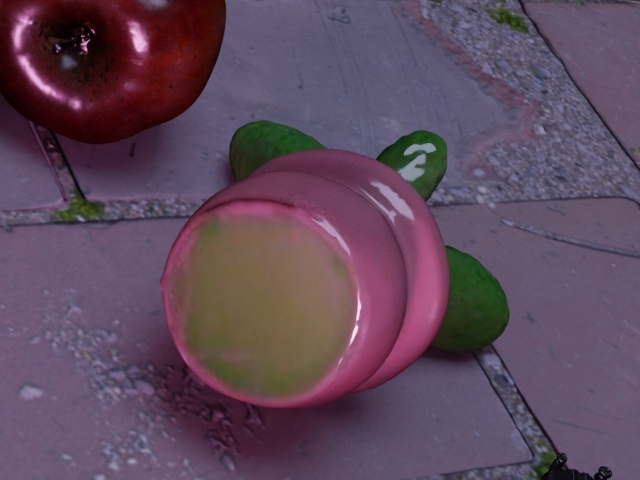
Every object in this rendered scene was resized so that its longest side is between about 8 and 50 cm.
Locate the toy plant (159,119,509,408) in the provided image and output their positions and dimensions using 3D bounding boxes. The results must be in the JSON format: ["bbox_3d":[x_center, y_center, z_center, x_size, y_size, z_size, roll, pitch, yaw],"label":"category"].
[{"bbox_3d":[-0.004,0.004,1.574,0.317,0.210,0.356,35,27,12],"label":"toy plant"}]

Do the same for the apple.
[{"bbox_3d":[-0.202,-0.200,1.678,0.234,0.234,0.234,16,40,-14],"label":"apple"}]

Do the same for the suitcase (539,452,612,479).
[{"bbox_3d":[0.201,0.246,1.510,0.059,0.086,0.126,18,39,-10],"label":"suitcase"}]
